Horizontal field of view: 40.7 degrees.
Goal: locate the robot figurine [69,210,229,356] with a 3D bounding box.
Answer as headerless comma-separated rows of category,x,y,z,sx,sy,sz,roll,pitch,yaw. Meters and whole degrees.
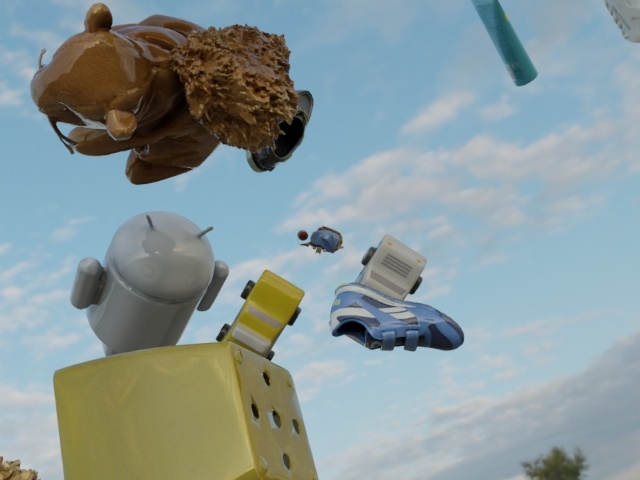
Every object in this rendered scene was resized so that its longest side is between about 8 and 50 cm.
robot figurine,-0.326,0.084,1.649,0.300,0.199,0.353,1,-43,-35

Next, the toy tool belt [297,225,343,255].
toy tool belt,0.000,0.000,1.557,0.083,0.052,0.051,12,10,-6

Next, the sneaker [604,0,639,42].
sneaker,0.431,-0.323,1.177,0.090,0.235,0.094,-9,-43,-32

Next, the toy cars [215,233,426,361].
toy cars,-0.010,0.121,1.392,0.394,0.176,0.087,-17,14,13

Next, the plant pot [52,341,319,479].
plant pot,-0.123,0.218,0.893,0.187,0.212,0.212,-25,-30,15

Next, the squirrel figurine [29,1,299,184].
squirrel figurine,-0.232,-0.247,1.311,0.397,0.280,0.370,-6,0,10

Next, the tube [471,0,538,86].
tube,0.375,-0.412,1.758,0.052,0.207,0.080,-46,27,-20

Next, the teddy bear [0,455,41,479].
teddy bear,-0.287,0.175,0.526,0.245,0.338,0.113,11,-71,-25

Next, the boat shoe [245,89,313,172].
boat shoe,-0.060,-0.215,1.647,0.069,0.227,0.081,-13,-54,41

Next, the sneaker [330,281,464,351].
sneaker,0.076,0.093,0.895,0.144,0.059,0.053,15,-37,12
